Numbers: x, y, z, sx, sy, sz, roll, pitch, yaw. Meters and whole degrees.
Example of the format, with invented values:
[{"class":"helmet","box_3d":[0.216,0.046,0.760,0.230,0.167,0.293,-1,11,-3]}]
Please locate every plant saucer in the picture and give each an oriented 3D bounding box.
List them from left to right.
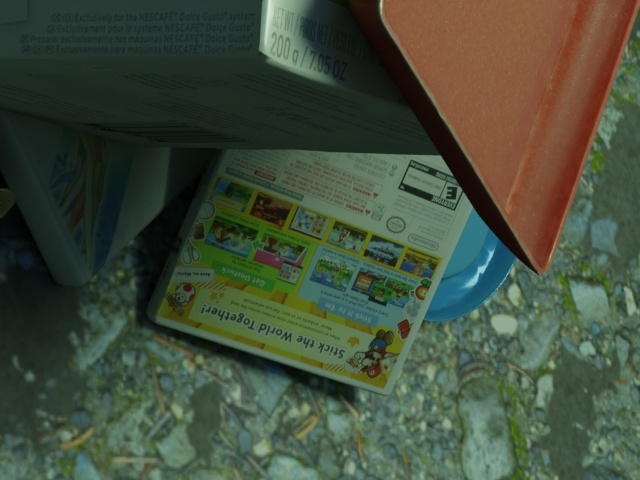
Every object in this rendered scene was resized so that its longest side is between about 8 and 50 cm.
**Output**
[{"class":"plant saucer","box_3d":[0.109,-0.153,1.130,0.258,0.048,0.259,53,49,-44]}]

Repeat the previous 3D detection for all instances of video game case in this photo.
[{"class":"video game case","box_3d":[-0.162,-0.183,1.409,0.300,0.036,0.329,-47,127,-39]},{"class":"video game case","box_3d":[0.000,0.000,1.481,0.227,0.026,0.206,20,98,-29]}]

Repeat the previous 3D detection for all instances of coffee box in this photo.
[{"class":"coffee box","box_3d":[-0.064,-0.246,1.212,0.338,0.338,0.334,13,82,-57]}]

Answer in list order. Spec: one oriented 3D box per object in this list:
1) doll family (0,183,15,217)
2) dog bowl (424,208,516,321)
[{"class":"doll family","box_3d":[-0.294,-0.078,1.278,0.076,0.111,0.193,-39,121,-5]},{"class":"dog bowl","box_3d":[0.056,-0.069,1.561,0.166,0.074,0.297,-44,120,-20]}]
